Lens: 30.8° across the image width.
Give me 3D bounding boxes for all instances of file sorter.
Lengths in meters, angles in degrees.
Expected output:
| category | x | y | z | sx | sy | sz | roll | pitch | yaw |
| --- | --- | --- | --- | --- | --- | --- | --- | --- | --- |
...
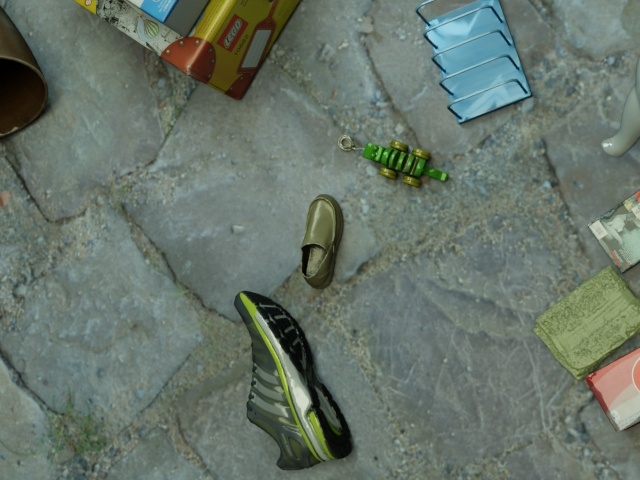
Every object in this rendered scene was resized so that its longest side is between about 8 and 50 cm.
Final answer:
| category | x | y | z | sx | sy | sz | roll | pitch | yaw |
| --- | --- | --- | --- | --- | --- | --- | --- | --- | --- |
| file sorter | 0.222 | -0.279 | 1.717 | 0.118 | 0.104 | 0.170 | -20 | 78 | 17 |

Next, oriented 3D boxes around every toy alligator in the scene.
| category | x | y | z | sx | sy | sz | roll | pitch | yaw |
| --- | --- | --- | --- | --- | --- | --- | --- | --- | --- |
| toy alligator | 0.102 | -0.127 | 1.771 | 0.190 | 0.051 | 0.056 | 21 | 91 | 21 |

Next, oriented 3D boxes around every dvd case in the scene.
| category | x | y | z | sx | sy | sz | roll | pitch | yaw |
| --- | --- | --- | --- | --- | --- | --- | --- | --- | --- |
| dvd case | 0.454 | -0.020 | 1.654 | 0.119 | 0.013 | 0.087 | -36 | 74 | 12 |

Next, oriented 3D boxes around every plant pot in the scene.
| category | x | y | z | sx | sy | sz | roll | pitch | yaw |
| --- | --- | --- | --- | --- | --- | --- | --- | --- | --- |
| plant pot | -0.595 | -0.325 | 1.981 | 0.215 | 0.215 | 0.230 | -30 | 60 | 15 |

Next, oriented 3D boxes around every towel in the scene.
| category | x | y | z | sx | sy | sz | roll | pitch | yaw |
| --- | --- | --- | --- | --- | --- | --- | --- | --- | --- |
| towel | 0.387 | 0.116 | 1.656 | 0.148 | 0.027 | 0.110 | -42 | 72 | 12 |

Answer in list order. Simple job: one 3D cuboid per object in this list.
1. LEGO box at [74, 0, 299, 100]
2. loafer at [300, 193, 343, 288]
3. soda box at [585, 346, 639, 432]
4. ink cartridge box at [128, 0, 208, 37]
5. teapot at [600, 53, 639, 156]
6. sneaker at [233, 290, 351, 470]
| category | x | y | z | sx | sy | sz | roll | pitch | yaw |
| --- | --- | --- | --- | --- | --- | --- | --- | --- | --- |
| LEGO box | -0.175 | -0.538 | 1.841 | 0.373 | 0.193 | 0.500 | 34 | 96 | 20 |
| loafer | 0.000 | 0.000 | 1.795 | 0.056 | 0.050 | 0.147 | 1 | 85 | 20 |
| soda box | 0.500 | 0.161 | 1.581 | 0.263 | 0.083 | 0.092 | -33 | 74 | 14 |
| ink cartridge box | -0.249 | -0.417 | 1.704 | 0.203 | 0.086 | 0.148 | 34 | 97 | 19 |
| teapot | 0.549 | -0.185 | 1.554 | 0.252 | 0.187 | 0.256 | -41 | 51 | -16 |
| sneaker | -0.071 | 0.216 | 1.771 | 0.121 | 0.111 | 0.299 | -31 | 73 | 18 |
